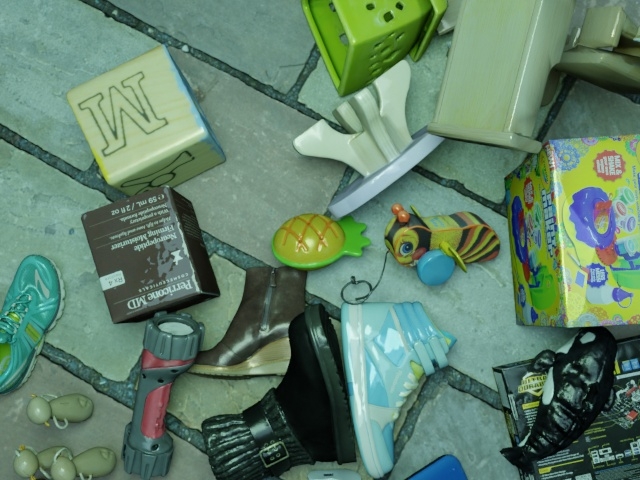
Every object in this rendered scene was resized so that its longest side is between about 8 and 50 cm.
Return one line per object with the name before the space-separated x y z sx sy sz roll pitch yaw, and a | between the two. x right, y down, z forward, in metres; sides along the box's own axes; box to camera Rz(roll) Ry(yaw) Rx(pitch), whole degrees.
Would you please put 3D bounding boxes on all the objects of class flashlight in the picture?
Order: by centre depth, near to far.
flashlight | -0.279 0.279 1.091 0.103 0.103 0.304 4 109 -27

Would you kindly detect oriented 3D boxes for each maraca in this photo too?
maraca | 0.000 0.000 1.159 0.185 0.099 0.127 -8 49 -4

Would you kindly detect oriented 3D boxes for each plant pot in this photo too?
plant pot | 0.098 -0.439 1.153 0.207 0.228 0.227 -20 82 -6

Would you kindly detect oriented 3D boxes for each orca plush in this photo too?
orca plush | 0.414 0.267 1.037 0.287 0.102 0.151 -42 83 -3

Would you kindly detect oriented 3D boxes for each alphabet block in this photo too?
alphabet block | -0.317 -0.209 1.154 0.197 0.192 0.194 -27 81 -2

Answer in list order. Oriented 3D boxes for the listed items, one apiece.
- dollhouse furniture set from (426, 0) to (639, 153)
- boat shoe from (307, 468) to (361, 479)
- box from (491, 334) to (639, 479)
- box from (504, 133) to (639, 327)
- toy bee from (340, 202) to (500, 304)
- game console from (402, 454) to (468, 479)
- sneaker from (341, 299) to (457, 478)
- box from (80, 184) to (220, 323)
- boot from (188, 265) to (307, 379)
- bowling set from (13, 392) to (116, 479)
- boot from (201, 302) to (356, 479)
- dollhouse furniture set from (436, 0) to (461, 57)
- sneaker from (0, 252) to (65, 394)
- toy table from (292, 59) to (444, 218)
dollhouse furniture set | 0.396 -0.251 0.979 0.394 0.362 0.257 7 101 -34
boat shoe | 0.026 0.449 1.142 0.100 0.035 0.035 -1 110 -2
box | 0.506 0.322 1.116 0.321 0.079 0.257 -13 81 1
box | 0.447 -0.002 1.055 0.176 0.279 0.290 -3 82 1
toy bee | 0.186 0.004 1.101 0.298 0.162 0.195 -31 41 -27
game console | 0.170 0.576 1.123 0.250 0.173 0.293 -19 82 -32
sneaker | 0.153 0.257 1.112 0.208 0.127 0.319 -7 84 2
box | -0.305 0.030 1.133 0.168 0.167 0.203 -19 83 -1
boot | -0.141 0.155 1.170 0.248 0.090 0.207 -3 71 3
bowling set | -0.467 0.432 1.085 0.200 0.154 0.287 -39 71 4
boot | -0.083 0.280 1.055 0.260 0.131 0.348 -9 116 0
dollhouse furniture set | 0.321 -0.484 1.176 0.242 0.161 0.212 -26 83 -1
sneaker | -0.565 0.159 1.157 0.106 0.110 0.276 15 83 4
toy table | 0.091 -0.187 1.121 0.274 0.252 0.161 -39 99 -14
